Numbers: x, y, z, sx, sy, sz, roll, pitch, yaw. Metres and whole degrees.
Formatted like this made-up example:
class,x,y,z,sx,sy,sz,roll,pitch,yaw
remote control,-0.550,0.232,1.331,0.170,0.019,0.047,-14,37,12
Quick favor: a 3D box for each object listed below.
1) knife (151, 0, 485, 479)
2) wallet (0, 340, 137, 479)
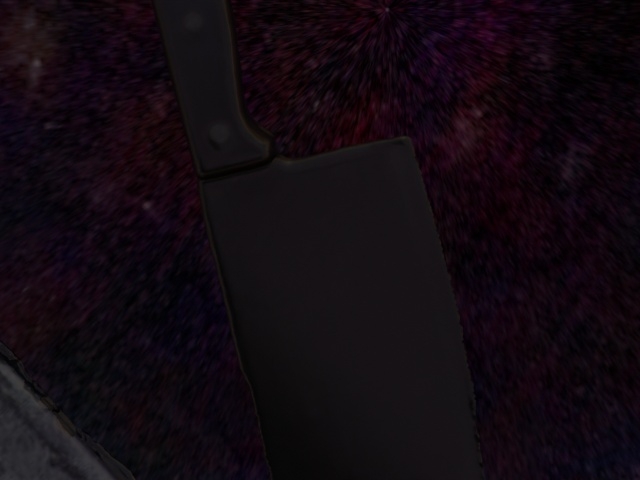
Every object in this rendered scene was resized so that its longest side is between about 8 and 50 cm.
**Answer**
class,x,y,z,sx,sy,sz,roll,pitch,yaw
knife,0.000,0.000,0.522,0.072,0.019,0.245,-15,98,4
wallet,-0.074,0.148,0.413,0.167,0.036,0.222,-42,98,-2
